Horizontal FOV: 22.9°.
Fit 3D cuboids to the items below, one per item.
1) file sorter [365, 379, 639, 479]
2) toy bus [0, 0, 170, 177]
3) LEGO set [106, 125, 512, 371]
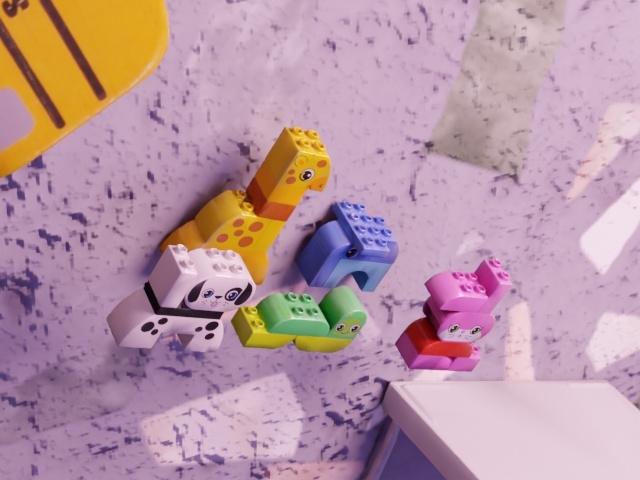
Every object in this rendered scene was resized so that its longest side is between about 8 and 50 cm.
[{"bbox_3d":[0.159,0.232,0.949,0.192,0.278,0.173,3,119,-36],"label":"file sorter"},{"bbox_3d":[-0.169,-0.183,0.558,0.130,0.108,0.333,-36,134,-8],"label":"toy bus"},{"bbox_3d":[0.000,0.000,0.810,0.227,0.087,0.093,6,130,-38],"label":"LEGO set"}]
